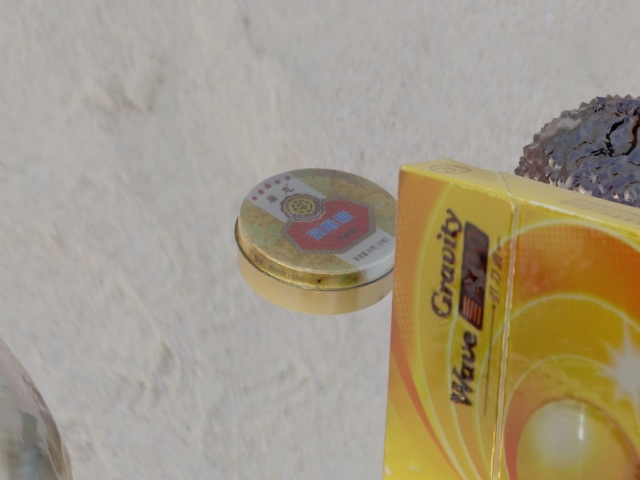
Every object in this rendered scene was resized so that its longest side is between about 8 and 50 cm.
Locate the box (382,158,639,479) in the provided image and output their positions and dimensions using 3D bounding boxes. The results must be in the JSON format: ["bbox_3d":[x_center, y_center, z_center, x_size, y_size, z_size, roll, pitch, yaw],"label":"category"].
[{"bbox_3d":[0.129,0.067,0.617,0.043,0.269,0.152,-9,109,-39],"label":"box"}]

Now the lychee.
[{"bbox_3d":[0.251,-0.032,1.373,0.188,0.188,0.188,0,76,-2],"label":"lychee"}]

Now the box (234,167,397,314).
[{"bbox_3d":[0.000,0.000,0.978,0.105,0.037,0.105,4,38,-3],"label":"box"}]

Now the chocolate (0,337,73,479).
[{"bbox_3d":[-0.130,0.150,0.548,0.134,0.134,0.309,-18,74,-6],"label":"chocolate"}]
